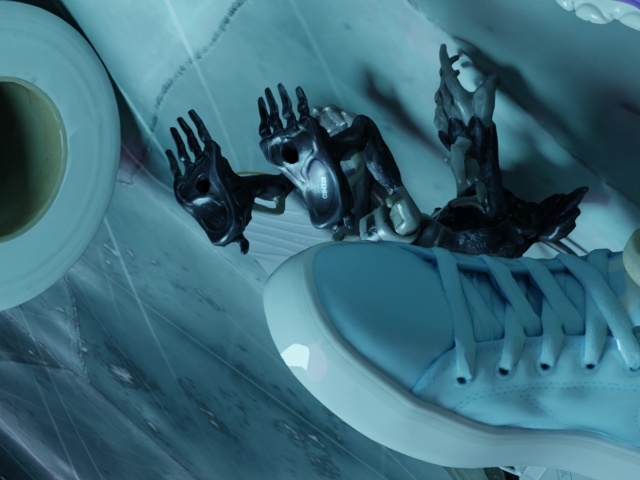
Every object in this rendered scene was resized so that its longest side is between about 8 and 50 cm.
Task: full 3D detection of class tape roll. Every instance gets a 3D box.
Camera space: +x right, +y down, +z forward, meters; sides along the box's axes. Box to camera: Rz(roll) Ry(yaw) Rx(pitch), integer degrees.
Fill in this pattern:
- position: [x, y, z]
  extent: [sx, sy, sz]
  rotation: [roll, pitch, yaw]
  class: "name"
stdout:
- position: [-0.303, -0.077, 1.370]
  extent: [0.169, 0.246, 0.246]
  rotation: [17, 148, 43]
  class: "tape roll"

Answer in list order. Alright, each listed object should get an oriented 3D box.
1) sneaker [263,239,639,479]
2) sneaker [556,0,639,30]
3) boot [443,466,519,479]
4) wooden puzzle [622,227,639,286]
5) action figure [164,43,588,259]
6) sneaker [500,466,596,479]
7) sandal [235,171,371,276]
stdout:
- position: [0.145, 0.044, 0.961]
  extent: [0.366, 0.135, 0.150]
  rotation: [15, 130, -34]
  class: "sneaker"
- position: [0.168, -0.131, 0.809]
  extent: [0.170, 0.068, 0.071]
  rotation: [20, 144, 39]
  class: "sneaker"
- position: [0.137, 0.194, 1.433]
  extent: [0.161, 0.083, 0.246]
  rotation: [26, 148, 44]
  class: "boot"
- position: [0.354, 0.088, 0.807]
  extent: [0.322, 0.080, 0.348]
  rotation: [33, 174, -35]
  class: "wooden puzzle"
- position: [0.050, -0.039, 1.056]
  extent: [0.164, 0.141, 0.276]
  rotation: [-24, 156, 37]
  class: "action figure"
- position: [0.156, 0.149, 1.217]
  extent: [0.281, 0.105, 0.115]
  rotation: [5, 101, 53]
  class: "sneaker"
- position: [0.010, 0.000, 1.255]
  extent: [0.102, 0.076, 0.265]
  rotation: [1, 152, 24]
  class: "sandal"
